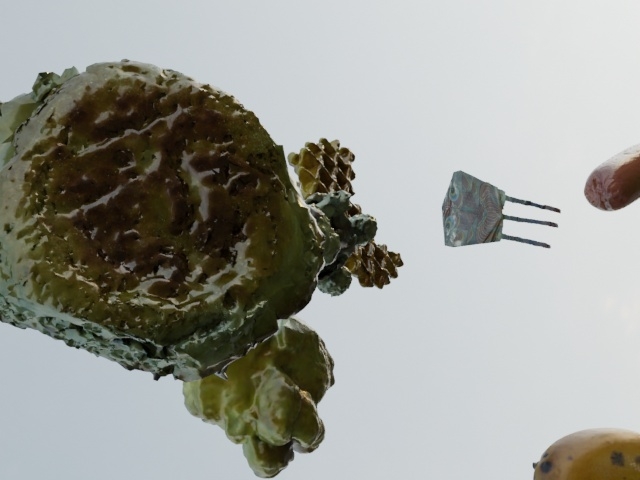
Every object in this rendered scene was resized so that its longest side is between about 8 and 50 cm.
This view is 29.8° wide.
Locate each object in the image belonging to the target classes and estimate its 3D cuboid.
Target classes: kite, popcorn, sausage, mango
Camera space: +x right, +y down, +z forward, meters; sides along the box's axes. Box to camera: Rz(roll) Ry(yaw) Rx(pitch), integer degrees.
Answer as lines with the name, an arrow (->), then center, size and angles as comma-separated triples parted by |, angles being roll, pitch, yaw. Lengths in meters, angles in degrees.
kite -> 0.284, -0.033, 1.913 | 0.016, 0.229, 0.127 | -4, -74, -45
popcorn -> -0.091, 0.248, 2.002 | 0.276, 0.276, 0.225 | -51, -14, -26
sausage -> 0.377, -0.079, 1.471 | 0.154, 0.062, 0.062 | -27, -54, -45
mango -> 0.326, 0.265, 1.342 | 0.090, 0.178, 0.115 | 76, -174, -61

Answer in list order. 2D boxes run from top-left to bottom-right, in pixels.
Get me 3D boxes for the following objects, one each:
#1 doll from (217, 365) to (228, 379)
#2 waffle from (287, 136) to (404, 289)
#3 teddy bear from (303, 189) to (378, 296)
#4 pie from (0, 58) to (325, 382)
doll -> -0.104, 0.079, 1.682 | 0.114, 0.057, 0.227 | 42, -108, -43
waffle -> 0.035, -0.041, 2.131 | 0.260, 0.069, 0.293 | -13, -104, -64
teddy bear -> -0.015, -0.008, 1.453 | 0.133, 0.111, 0.213 | -64, -20, 1
pie -> -0.166, -0.028, 1.113 | 0.103, 0.355, 0.288 | 112, 180, -59
